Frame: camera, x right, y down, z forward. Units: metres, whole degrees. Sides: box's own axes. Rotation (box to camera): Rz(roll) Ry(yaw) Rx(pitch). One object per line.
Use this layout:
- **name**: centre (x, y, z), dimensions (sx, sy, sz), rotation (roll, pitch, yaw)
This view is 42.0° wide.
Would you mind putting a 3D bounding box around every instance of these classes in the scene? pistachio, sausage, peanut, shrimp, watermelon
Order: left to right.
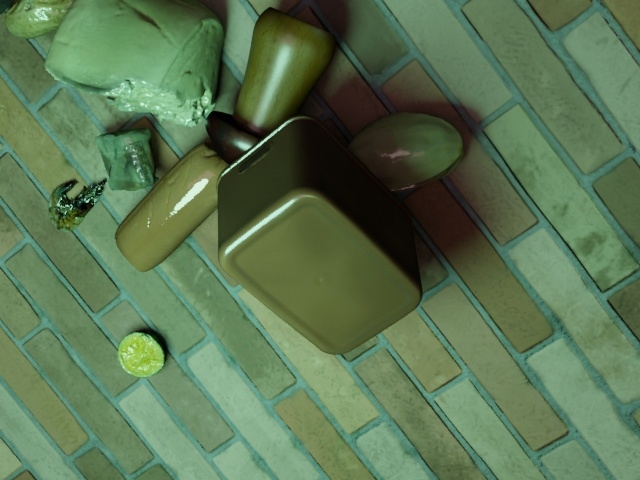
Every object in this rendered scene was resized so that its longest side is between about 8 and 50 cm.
- **peanut**: centre (-0.522, -0.448, 1.630), dimensions (0.214, 0.099, 0.099), rotation (-4, 103, 9)
- **shrimp**: centre (-0.517, -0.086, 1.753), dimensions (0.161, 0.034, 0.091), rotation (-39, 93, 20)
- **watermelon**: centre (-0.380, 0.239, 1.792), dimensions (0.105, 0.062, 0.105), rotation (1, 106, 5)
- **sausage**: centre (-0.282, -0.071, 1.658), dimensions (0.304, 0.121, 0.121), rotation (-43, 92, 18)
- **pistachio**: centre (0.153, -0.164, 1.531), dimensions (0.215, 0.144, 0.144), rotation (-9, 102, 9)

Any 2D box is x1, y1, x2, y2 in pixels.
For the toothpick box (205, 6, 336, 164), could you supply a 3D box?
- **toothpick box**: centre (-0.090, -0.265, 1.532), dimensions (0.192, 0.192, 0.294), rotation (25, 104, 5)

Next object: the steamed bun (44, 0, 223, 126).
- **steamed bun**: centre (-0.339, -0.341, 1.526), dimensions (0.290, 0.272, 0.273), rotation (17, 107, 4)

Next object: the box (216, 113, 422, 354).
- **box**: centre (0.000, 0.000, 1.441), dimensions (0.239, 0.229, 0.339), rotation (-36, 121, 20)

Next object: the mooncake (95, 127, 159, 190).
- **mooncake**: centre (-0.378, -0.161, 1.669), dimensions (0.130, 0.073, 0.125), rotation (2, 110, 43)

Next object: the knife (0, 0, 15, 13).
- **knife**: centre (-0.681, -0.573, 1.663), dimensions (0.072, 0.019, 0.245), rotation (-22, 94, 36)
